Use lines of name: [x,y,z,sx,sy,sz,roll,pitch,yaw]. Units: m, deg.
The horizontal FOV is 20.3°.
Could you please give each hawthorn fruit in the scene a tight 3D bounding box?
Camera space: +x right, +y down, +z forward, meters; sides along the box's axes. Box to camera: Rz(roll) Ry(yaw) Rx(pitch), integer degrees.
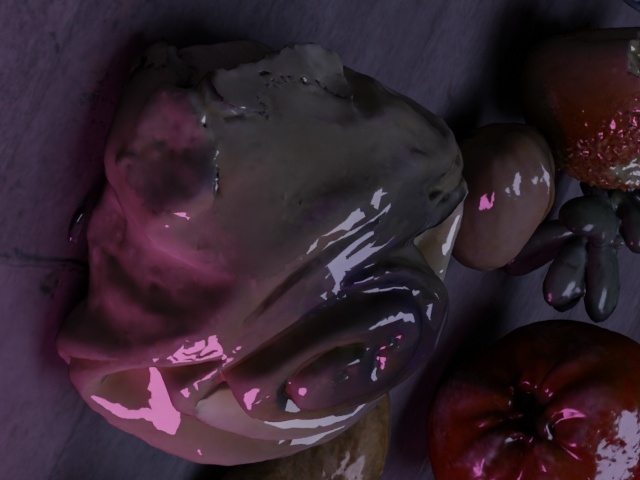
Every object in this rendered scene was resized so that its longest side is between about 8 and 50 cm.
hawthorn fruit: [0.259,0.218,2.035,0.284,0.284,0.284,-42,148,-34]

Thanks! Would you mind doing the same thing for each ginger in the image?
ginger: [-0.048,0.266,1.702,0.354,0.126,0.190,-55,139,-19]

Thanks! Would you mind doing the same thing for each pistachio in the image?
pistachio: [0.174,-0.044,1.781,0.124,0.124,0.185,-43,152,-31]

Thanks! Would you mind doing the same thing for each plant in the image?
plant: [0.329,-0.043,2.029,0.274,0.146,0.149,-61,156,1]

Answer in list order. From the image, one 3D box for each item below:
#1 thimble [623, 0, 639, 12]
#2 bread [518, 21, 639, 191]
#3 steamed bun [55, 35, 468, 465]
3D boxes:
thimble: [0.327,-0.287,1.779,0.118,0.151,0.127,-66,166,10]
bread: [0.297,-0.137,1.818,0.314,0.192,0.171,-7,101,-69]
steamed bun: [-0.018,0.029,1.353,0.346,0.237,0.394,-47,147,-12]
